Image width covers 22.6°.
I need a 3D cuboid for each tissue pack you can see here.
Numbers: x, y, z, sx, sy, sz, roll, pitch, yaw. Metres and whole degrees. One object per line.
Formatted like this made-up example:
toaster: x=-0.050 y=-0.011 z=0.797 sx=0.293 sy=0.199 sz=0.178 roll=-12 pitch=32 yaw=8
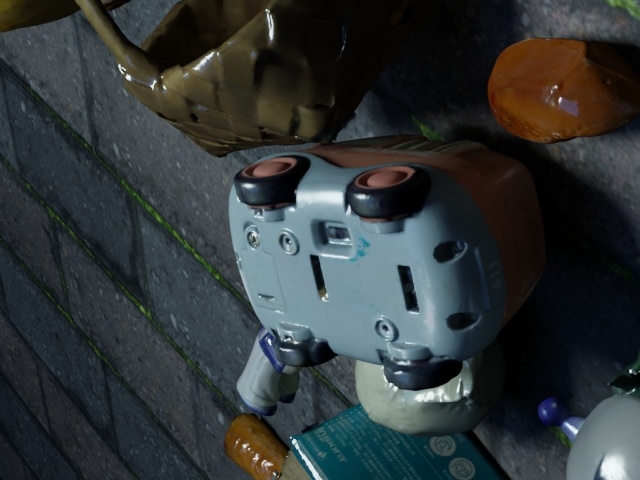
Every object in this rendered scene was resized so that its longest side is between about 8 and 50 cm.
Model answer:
tissue pack: x=0.100 y=0.302 z=1.733 sx=0.271 sy=0.192 sz=0.134 roll=53 pitch=151 yaw=29

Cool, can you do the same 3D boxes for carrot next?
carrot: x=-0.057 y=0.324 z=2.222 sx=0.205 sy=0.072 sz=0.072 roll=41 pitch=145 yaw=40

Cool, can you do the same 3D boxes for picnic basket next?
picnic basket: x=-0.092 y=-0.254 z=1.465 sx=0.337 sy=0.293 sz=0.337 roll=33 pitch=162 yaw=12

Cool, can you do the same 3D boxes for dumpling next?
dumpling: x=0.112 y=0.103 z=1.622 sx=0.258 sy=0.147 sz=0.193 roll=126 pitch=149 yaw=-68

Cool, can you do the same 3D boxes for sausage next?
sausage: x=0.196 y=-0.121 z=1.303 sx=0.179 sy=0.089 sz=0.089 roll=10 pitch=120 yaw=64

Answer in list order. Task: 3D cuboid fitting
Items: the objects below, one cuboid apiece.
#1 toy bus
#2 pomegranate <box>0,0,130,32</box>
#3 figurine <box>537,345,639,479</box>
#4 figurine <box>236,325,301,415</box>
toy bus: x=0.069 y=-0.006 z=1.456 sx=0.288 sy=0.232 sz=0.194 roll=7 pitch=121 yaw=43
pomegranate: x=-0.308 y=-0.388 z=1.612 sx=0.416 sy=0.417 sz=0.416 roll=45 pitch=148 yaw=39
figurine: x=0.328 y=0.254 z=1.255 sx=0.382 sy=0.186 sz=0.261 roll=59 pitch=149 yaw=26
figurine: x=0.002 y=0.064 z=1.716 sx=0.133 sy=0.194 sz=0.274 roll=44 pitch=145 yaw=17
